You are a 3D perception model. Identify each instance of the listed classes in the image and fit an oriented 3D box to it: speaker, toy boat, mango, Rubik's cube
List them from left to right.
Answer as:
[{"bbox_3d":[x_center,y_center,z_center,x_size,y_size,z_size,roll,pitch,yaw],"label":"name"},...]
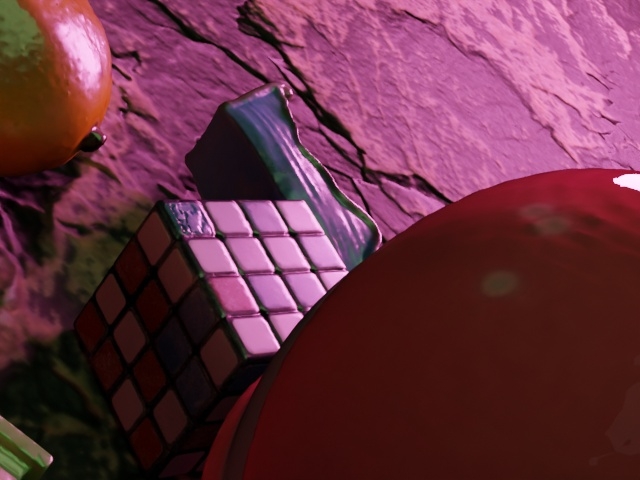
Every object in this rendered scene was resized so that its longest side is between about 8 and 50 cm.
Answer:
[{"bbox_3d":[-0.189,-0.125,0.687,0.147,0.109,0.227,-6,52,-42],"label":"mango"},{"bbox_3d":[-0.042,0.043,0.641,0.092,0.092,0.092,-2,51,-45],"label":"Rubik's cube"},{"bbox_3d":[0.000,0.000,0.747,0.077,0.075,0.185,-10,59,-38],"label":"toy boat"},{"bbox_3d":[0.100,0.109,0.503,0.294,0.294,0.294,25,36,-20],"label":"speaker"}]

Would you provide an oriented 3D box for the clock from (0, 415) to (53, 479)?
[{"bbox_3d":[-0.230,0.080,0.421,0.220,0.106,0.255,39,29,-2],"label":"clock"}]
